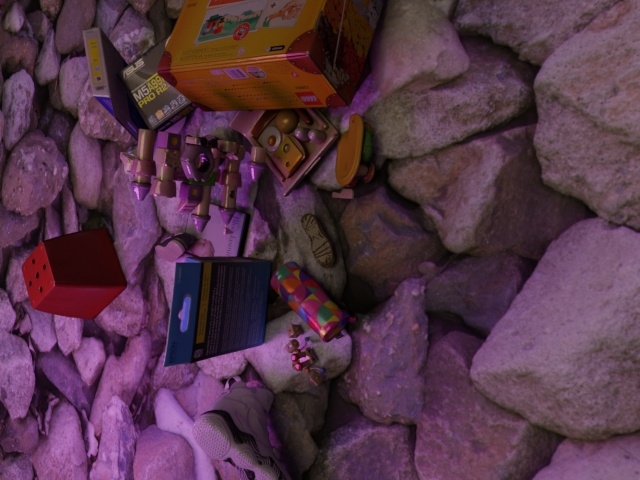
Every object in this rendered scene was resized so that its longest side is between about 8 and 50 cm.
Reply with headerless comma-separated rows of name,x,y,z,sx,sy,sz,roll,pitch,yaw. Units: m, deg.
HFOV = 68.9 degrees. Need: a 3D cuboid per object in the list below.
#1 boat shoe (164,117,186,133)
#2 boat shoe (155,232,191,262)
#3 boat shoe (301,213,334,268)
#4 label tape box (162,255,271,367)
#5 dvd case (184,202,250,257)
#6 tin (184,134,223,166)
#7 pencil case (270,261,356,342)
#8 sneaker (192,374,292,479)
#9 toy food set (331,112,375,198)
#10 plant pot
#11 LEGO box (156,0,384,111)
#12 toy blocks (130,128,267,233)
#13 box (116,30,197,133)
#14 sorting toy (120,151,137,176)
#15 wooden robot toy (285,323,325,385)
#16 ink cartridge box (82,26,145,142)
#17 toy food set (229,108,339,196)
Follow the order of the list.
boat shoe,-0.467,-0.442,1.533,0.070,0.077,0.220,-137,69,-73
boat shoe,-0.474,0.019,1.518,0.075,0.065,0.206,49,147,-18
boat shoe,-0.002,0.000,1.226,0.056,0.048,0.153,-31,78,16
label tape box,-0.284,0.169,1.219,0.115,0.347,0.249,8,92,34
dvd case,-0.330,-0.020,1.452,0.252,0.022,0.181,16,97,33
tin,-0.378,-0.258,1.484,0.189,0.040,0.106,-26,71,30
pencil case,-0.025,0.157,1.201,0.236,0.104,0.104,42,110,25
sneaker,-0.166,0.538,1.262,0.137,0.210,0.366,-32,106,29
toy food set,0.093,-0.199,1.154,0.128,0.071,0.218,177,101,-66
plant pot,-0.921,0.125,1.713,0.267,0.235,0.267,-38,68,27
LEGO box,-0.126,-0.538,1.173,0.499,0.193,0.373,9,75,34
toy blocks,-0.317,-0.141,1.248,0.308,0.288,0.260,16,101,39
box,-0.465,-0.497,1.453,0.270,0.060,0.216,-31,89,8
sorting toy,-0.688,-0.271,1.690,0.083,0.044,0.075,30,112,30
wooden robot toy,-0.060,0.315,1.236,0.079,0.076,0.173,-45,65,36
ink cartridge box,-0.663,-0.471,1.536,0.072,0.303,0.308,-10,80,-3
toy food set,-0.110,-0.298,1.273,0.220,0.092,0.306,-47,64,23
